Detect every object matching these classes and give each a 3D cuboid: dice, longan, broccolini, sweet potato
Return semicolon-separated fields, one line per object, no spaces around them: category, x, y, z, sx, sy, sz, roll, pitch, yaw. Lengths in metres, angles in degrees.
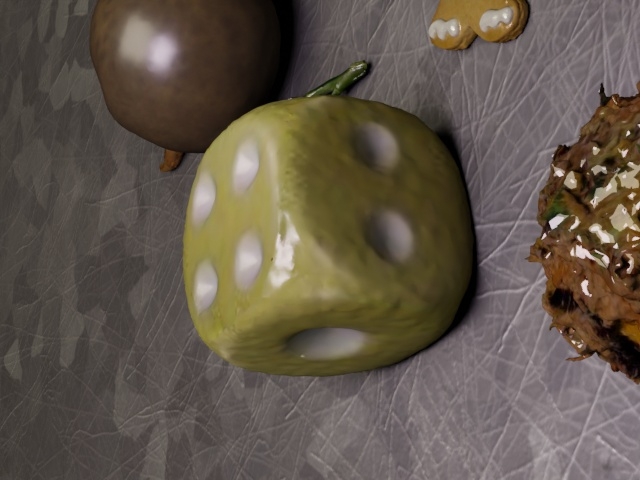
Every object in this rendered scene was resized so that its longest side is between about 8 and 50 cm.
dice;0.000;0.000;1.327;0.238;0.227;0.233;-38;51;49
longan;-0.173;-0.245;1.626;0.258;0.258;0.258;-18;69;55
broccolini;-0.004;-0.161;1.549;0.201;0.058;0.074;-25;77;36
sweet potato;-0.194;-0.179;1.834;0.050;0.050;0.214;57;133;46

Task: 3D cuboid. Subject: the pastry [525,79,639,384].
pastry;0.264;-0.004;0.941;0.275;0.193;0.275;-20;66;53

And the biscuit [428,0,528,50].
biscuit;0.162;-0.315;1.316;0.158;0.035;0.240;-8;77;54
